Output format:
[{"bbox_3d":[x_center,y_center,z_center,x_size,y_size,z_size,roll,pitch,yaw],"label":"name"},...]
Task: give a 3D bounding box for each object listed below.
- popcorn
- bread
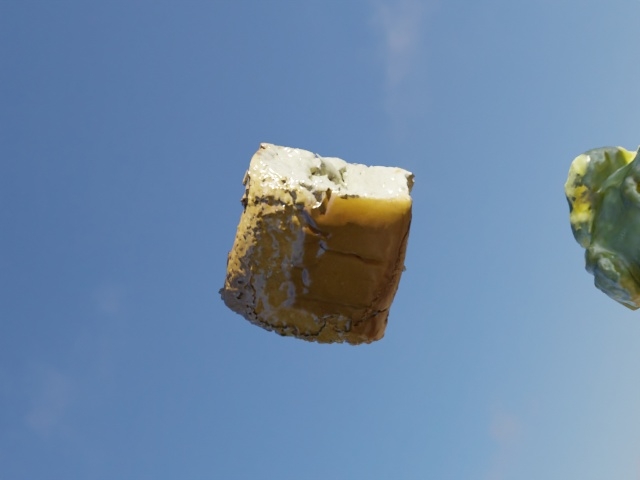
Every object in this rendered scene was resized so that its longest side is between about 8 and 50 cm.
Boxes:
[{"bbox_3d":[0.270,-0.011,1.048,0.135,0.162,0.141,-32,7,15],"label":"popcorn"},{"bbox_3d":[0.000,0.000,0.616,0.077,0.083,0.070,-75,-4,-67],"label":"bread"}]
